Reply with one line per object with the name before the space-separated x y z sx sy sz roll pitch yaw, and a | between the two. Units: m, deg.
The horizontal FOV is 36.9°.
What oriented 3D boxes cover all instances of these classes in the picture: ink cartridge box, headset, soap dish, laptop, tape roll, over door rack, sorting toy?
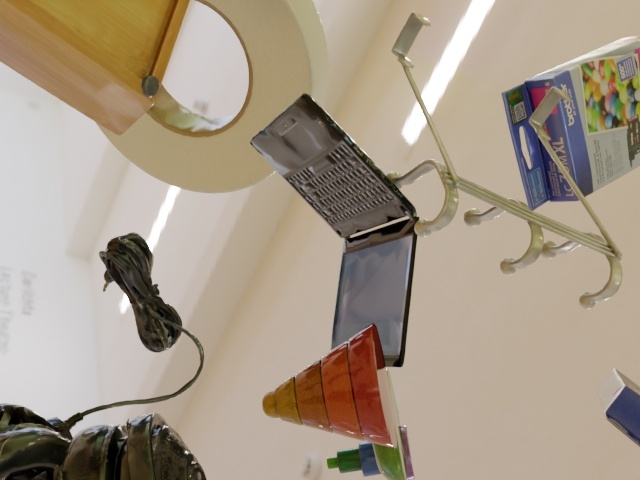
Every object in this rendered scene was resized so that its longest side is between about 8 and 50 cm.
ink cartridge box | 0.555 0.308 1.604 0.069 0.175 0.371 -53 168 9
headset | -0.198 0.172 0.713 0.394 0.243 0.185 -63 146 -50
soap dish | -0.270 -0.282 1.036 0.118 0.291 0.229 2 -112 39
laptop | 0.000 0.000 1.065 0.136 0.264 0.234 -47 -171 -17
tape roll | -0.178 -0.255 1.357 0.392 0.392 0.072 -55 177 35
over door rack | 0.191 -0.083 1.074 0.108 0.239 0.324 -49 -150 37
sorting toy | 0.024 0.203 1.039 0.365 0.126 0.127 70 11 -63
ink cartridge box | 0.400 -0.176 1.411 0.065 0.311 0.186 4 -67 53
